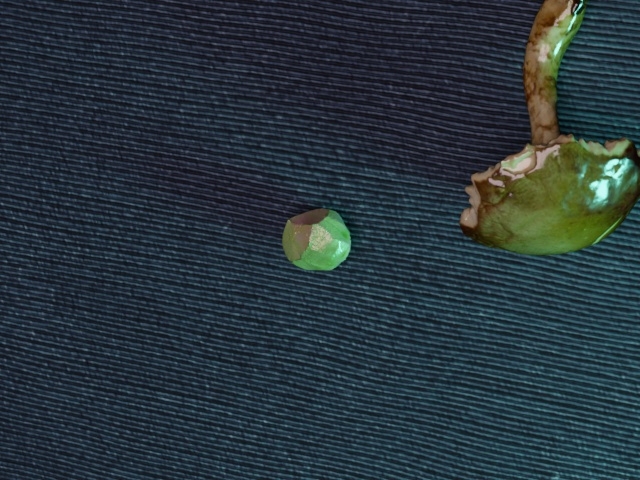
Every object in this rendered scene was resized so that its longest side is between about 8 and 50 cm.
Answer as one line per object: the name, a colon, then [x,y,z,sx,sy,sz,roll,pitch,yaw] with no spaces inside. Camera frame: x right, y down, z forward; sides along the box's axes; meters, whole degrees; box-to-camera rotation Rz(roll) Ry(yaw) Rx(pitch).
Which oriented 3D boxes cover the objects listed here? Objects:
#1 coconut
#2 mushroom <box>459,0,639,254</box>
coconut: [0.000,0.000,2.084,0.082,0.081,0.083,18,89,51]
mushroom: [0.288,-0.116,1.938,0.208,0.301,0.233,30,145,-15]
